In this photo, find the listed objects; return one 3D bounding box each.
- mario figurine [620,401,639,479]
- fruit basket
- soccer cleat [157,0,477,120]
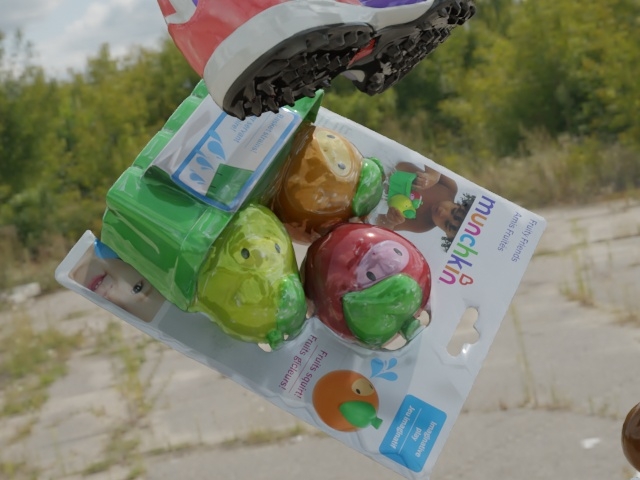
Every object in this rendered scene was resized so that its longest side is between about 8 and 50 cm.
[{"bbox_3d":[0.242,0.095,0.555,0.170,0.198,0.320,10,4,-5],"label":"mario figurine"},{"bbox_3d":[0.000,0.000,1.013,0.353,0.165,0.327,25,52,11],"label":"fruit basket"},{"bbox_3d":[0.008,-0.165,0.781,0.108,0.116,0.318,-43,-10,33],"label":"soccer cleat"}]
